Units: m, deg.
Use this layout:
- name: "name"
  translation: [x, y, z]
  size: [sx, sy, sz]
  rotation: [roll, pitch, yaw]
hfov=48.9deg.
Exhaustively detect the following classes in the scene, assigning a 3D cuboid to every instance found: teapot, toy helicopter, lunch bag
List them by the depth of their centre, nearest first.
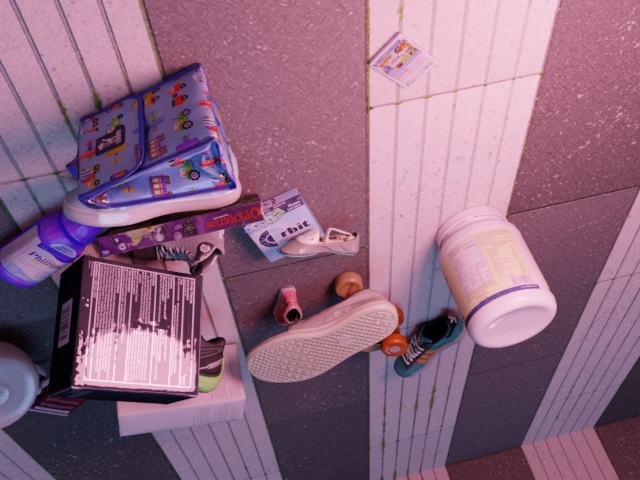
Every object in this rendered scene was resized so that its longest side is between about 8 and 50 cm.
- name: "lunch bag"
  translation: [-0.327, -0.173, 1.310]
  size: [0.293, 0.221, 0.138]
  rotation: [-17, 143, 1]
- name: "teapot"
  translation: [-0.865, 0.356, 1.827]
  size: [0.252, 0.187, 0.256]
  rotation: [-35, 130, -20]
- name: "toy helicopter"
  translation: [0.109, 0.219, 2.094]
  size: [0.235, 0.140, 0.355]
  rotation: [-15, 134, 13]

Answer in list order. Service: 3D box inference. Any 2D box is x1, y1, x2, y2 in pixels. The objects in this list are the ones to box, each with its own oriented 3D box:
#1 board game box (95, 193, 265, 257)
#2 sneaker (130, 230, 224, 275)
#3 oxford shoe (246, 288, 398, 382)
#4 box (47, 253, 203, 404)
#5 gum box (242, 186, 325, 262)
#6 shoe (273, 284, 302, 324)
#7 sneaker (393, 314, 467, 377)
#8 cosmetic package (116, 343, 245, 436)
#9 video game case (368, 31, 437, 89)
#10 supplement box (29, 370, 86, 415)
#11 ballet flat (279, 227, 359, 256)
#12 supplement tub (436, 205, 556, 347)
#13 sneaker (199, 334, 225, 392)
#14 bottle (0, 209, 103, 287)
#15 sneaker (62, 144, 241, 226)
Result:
- name: "board game box"
  translation: [-0.296, -0.037, 1.534]
  size: [0.347, 0.208, 0.056]
  rotation: [-13, 104, -4]
- name: "sneaker"
  translation: [-0.332, 0.030, 1.643]
  size: [0.229, 0.132, 0.086]
  rotation: [-15, 143, -2]
- name: "oxford shoe"
  translation: [0.002, 0.267, 1.968]
  size: [0.449, 0.130, 0.169]
  rotation: [-25, 121, 8]
- name: "box"
  translation: [-0.444, 0.217, 1.621]
  size: [0.294, 0.296, 0.183]
  rotation: [13, 156, -33]
- name: "gum box"
  translation: [-0.092, -0.035, 1.728]
  size: [0.157, 0.041, 0.184]
  rotation: [-24, 143, 8]
- name: "shoe"
  translation: [-0.094, 0.210, 2.009]
  size: [0.063, 0.081, 0.178]
  rotation: [-6, 142, -14]
- name: "sneaker"
  translation: [0.341, 0.341, 2.333]
  size: [0.302, 0.108, 0.121]
  rotation: [-44, 135, 20]
- name: "cosmetic package"
  translation: [-0.419, 0.441, 2.088]
  size: [0.365, 0.197, 0.155]
  rotation: [-4, 142, -14]
- name: "video game case"
  translation: [0.169, -0.363, 1.430]
  size: [0.122, 0.011, 0.087]
  rotation: [22, 130, -40]
- name: "supplement box"
  translation: [-0.730, 0.419, 2.040]
  size: [0.239, 0.073, 0.130]
  rotation: [-37, 139, 27]
- name: "ballet flat"
  translation: [0.000, 0.000, 1.735]
  size: [0.213, 0.072, 0.068]
  rotation: [0, 111, -26]
- name: "supplement tub"
  translation: [0.453, 0.093, 1.863]
  size: [0.235, 0.325, 0.235]
  rotation: [-11, 143, -8]
- name: "sneaker"
  translation: [-0.455, 0.231, 1.846]
  size: [0.483, 0.202, 0.185]
  rotation: [36, 152, -30]
- name: "bottle"
  translation: [-0.581, 0.002, 1.543]
  size: [0.283, 0.092, 0.118]
  rotation: [-30, 144, 17]
- name: "sneaker"
  translation: [-0.348, -0.135, 1.445]
  size: [0.366, 0.135, 0.150]
  rotation: [-12, 128, -18]
